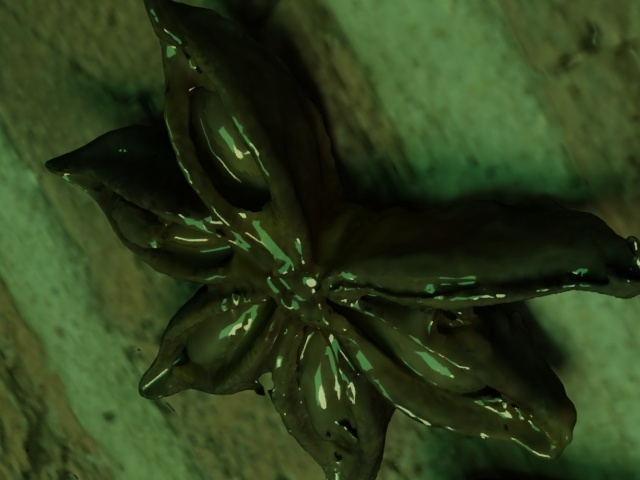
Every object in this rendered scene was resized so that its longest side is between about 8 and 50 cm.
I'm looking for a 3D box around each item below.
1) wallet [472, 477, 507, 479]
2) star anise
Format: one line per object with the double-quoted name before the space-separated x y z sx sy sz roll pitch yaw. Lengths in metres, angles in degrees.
"wallet" 0.146 0.286 0.599 0.228 0.062 0.406 9 119 24
"star anise" -0.003 0.013 0.538 0.208 0.063 0.172 29 129 8
